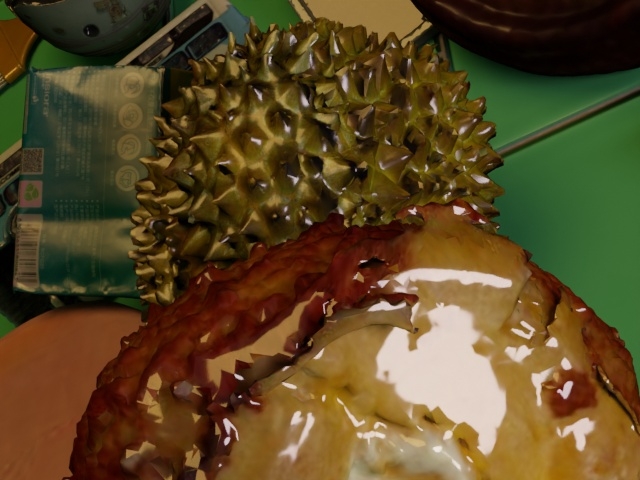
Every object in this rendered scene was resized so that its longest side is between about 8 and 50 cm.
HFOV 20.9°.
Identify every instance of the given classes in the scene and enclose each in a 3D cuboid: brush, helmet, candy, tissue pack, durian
[{"bbox_3d":[-0.246,-0.227,1.653,0.272,0.013,0.103,-38,42,3],"label":"brush"},{"bbox_3d":[-0.191,-0.226,1.545,0.153,0.107,0.177,-43,22,4],"label":"helmet"},{"bbox_3d":[-0.172,0.159,1.209,0.255,0.094,0.255,-21,46,23],"label":"candy"},{"bbox_3d":[-0.150,-0.041,1.248,0.120,0.082,0.169,1,86,21],"label":"tissue pack"},{"bbox_3d":[-0.010,-0.002,1.120,0.258,0.258,0.293,0,83,38],"label":"durian"}]

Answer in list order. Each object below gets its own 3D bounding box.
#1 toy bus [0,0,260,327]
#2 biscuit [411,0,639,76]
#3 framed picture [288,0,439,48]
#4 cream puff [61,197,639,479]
[{"bbox_3d":[-0.153,-0.063,1.378,0.297,0.106,0.131,-37,40,3],"label":"toy bus"},{"bbox_3d":[0.183,-0.319,1.212,0.407,0.091,0.408,-9,78,44],"label":"biscuit"},{"bbox_3d":[0.081,-0.258,1.376,0.260,0.023,0.189,-37,61,7],"label":"framed picture"},{"bbox_3d":[0.017,0.151,0.915,0.350,0.350,0.228,-51,19,-10],"label":"cream puff"}]
